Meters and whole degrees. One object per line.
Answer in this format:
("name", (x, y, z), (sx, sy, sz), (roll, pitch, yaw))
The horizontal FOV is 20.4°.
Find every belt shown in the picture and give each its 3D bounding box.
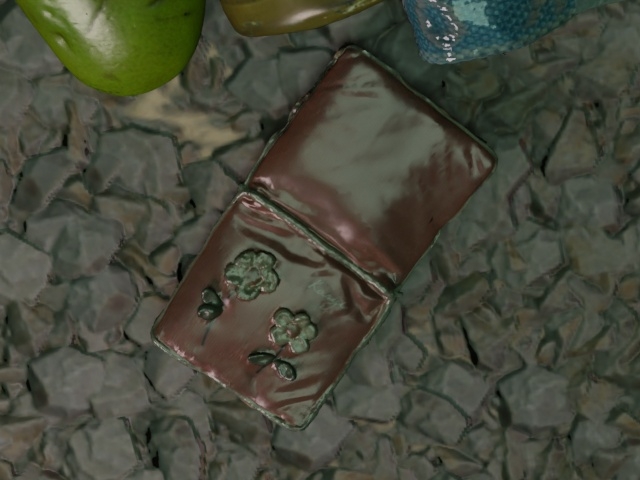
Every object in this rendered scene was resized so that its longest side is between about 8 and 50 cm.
("belt", (0.195, -0.175, 1.037), (0.302, 0.087, 0.072), (-17, 106, 3))

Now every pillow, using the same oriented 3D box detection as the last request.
("pillow", (0.000, 0.000, 1.112), (0.126, 0.043, 0.232), (32, 104, -12))

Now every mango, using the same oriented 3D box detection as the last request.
("mango", (-0.122, -0.164, 1.027), (0.117, 0.089, 0.163), (-24, 120, 19))

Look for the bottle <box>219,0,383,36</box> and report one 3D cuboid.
("bottle", (-0.033, -0.299, 0.944), (0.171, 0.171, 0.351), (-20, 107, 5))
